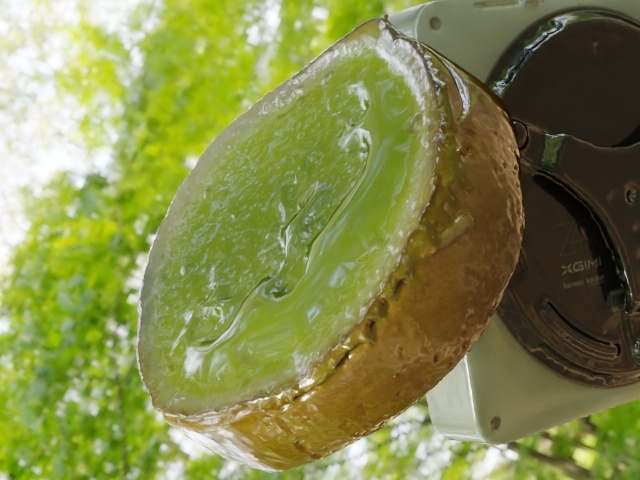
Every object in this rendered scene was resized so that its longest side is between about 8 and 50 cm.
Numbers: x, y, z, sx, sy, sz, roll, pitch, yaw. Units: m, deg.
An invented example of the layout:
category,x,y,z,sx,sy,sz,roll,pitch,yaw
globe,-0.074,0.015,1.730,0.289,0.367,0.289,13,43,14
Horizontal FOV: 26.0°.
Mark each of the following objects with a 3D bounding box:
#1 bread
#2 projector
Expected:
category,x,y,z,sx,sy,sz,roll,pitch,yaw
bread,0.000,0.000,0.698,0.070,0.236,0.236,34,-103,-33
projector,0.165,-0.026,0.859,0.257,0.079,0.259,-12,-85,-35
